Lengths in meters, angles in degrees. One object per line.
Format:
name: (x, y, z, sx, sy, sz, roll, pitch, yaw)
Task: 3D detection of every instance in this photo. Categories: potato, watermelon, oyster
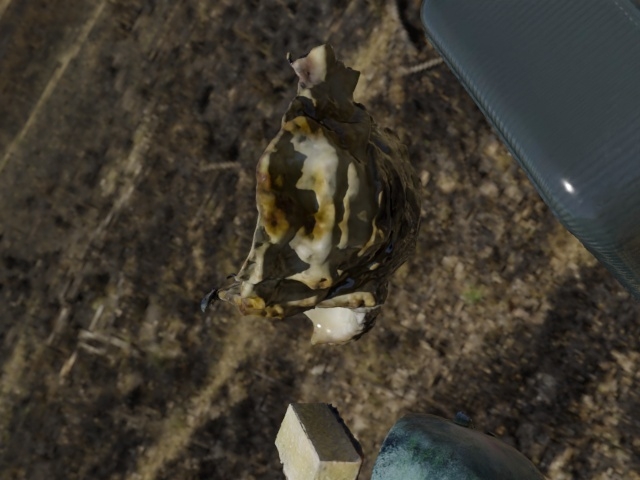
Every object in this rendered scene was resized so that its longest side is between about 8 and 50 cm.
potato: (-0.005, 0.244, 1.118, 0.122, 0.061, 0.086, 54, 128, 54)
watermelon: (0.190, 0.280, 1.084, 0.188, 0.322, 0.175, -3, 77, 23)
oyster: (-0.002, 0.007, 0.748, 0.197, 0.133, 0.337, -54, -14, -19)

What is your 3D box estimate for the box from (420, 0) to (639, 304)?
box: (0.134, -0.042, 0.396, 0.090, 0.201, 0.144, -38, 55, 16)
